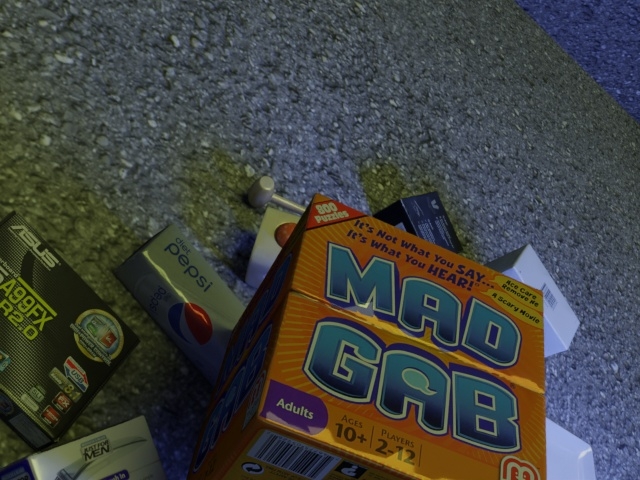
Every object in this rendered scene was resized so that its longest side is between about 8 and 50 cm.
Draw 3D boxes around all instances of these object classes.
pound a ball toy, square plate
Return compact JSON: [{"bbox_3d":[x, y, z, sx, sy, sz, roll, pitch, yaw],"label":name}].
[{"bbox_3d":[0.000,0.000,1.561,0.319,0.136,0.208,18,57,-2],"label":"pound a ball toy"},{"bbox_3d":[0.522,0.572,1.928,0.347,0.049,0.344,33,46,-30],"label":"square plate"}]

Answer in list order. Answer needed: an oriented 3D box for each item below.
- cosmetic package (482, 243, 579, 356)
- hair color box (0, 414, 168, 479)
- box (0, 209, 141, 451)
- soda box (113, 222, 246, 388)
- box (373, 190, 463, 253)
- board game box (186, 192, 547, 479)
[{"bbox_3d":[0.428,0.165,1.939,0.224,0.225,0.138,57,36,-5],"label":"cosmetic package"},{"bbox_3d":[-0.272,0.423,1.109,0.185,0.110,0.339,-11,77,-50],"label":"hair color box"},{"bbox_3d":[-0.412,0.122,1.182,0.270,0.060,0.216,50,40,-13],"label":"box"},{"bbox_3d":[-0.199,0.118,1.390,0.286,0.091,0.098,52,40,-10],"label":"soda box"},{"bbox_3d":[0.226,-0.018,1.938,0.158,0.093,0.156,-14,77,-49],"label":"box"},{"bbox_3d":[0.055,0.230,1.150,0.356,0.356,0.356,23,46,-10],"label":"board game box"}]
